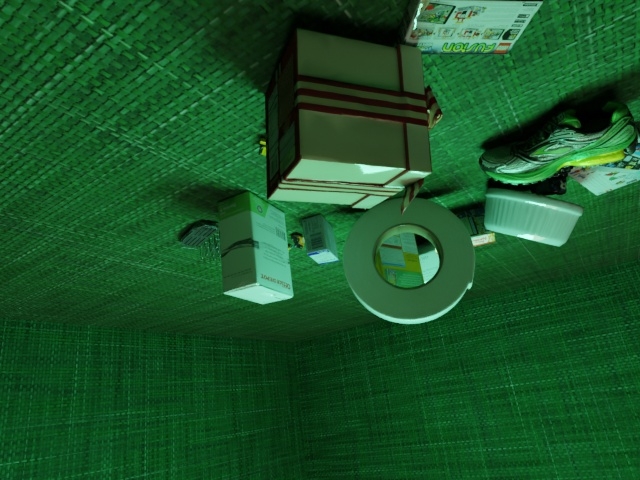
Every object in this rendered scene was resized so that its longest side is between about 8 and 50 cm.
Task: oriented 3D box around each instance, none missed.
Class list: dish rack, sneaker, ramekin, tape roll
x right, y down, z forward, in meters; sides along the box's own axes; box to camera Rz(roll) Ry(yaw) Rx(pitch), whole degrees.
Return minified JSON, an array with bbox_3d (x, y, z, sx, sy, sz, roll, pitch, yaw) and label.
[{"bbox_3d":[-0.312,0.016,1.457,0.271,0.074,0.208,9,152,-37],"label":"dish rack"},{"bbox_3d":[0.671,-0.194,1.204,0.079,0.121,0.217,3,156,-29],"label":"sneaker"},{"bbox_3d":[0.624,-0.069,1.329,0.273,0.127,0.273,13,-173,-2],"label":"ramekin"},{"bbox_3d":[0.559,-0.245,1.072,0.343,0.134,0.146,-15,133,27],"label":"sneaker"},{"bbox_3d":[0.264,0.056,1.334,0.392,0.392,0.072,-11,158,7],"label":"tape roll"}]

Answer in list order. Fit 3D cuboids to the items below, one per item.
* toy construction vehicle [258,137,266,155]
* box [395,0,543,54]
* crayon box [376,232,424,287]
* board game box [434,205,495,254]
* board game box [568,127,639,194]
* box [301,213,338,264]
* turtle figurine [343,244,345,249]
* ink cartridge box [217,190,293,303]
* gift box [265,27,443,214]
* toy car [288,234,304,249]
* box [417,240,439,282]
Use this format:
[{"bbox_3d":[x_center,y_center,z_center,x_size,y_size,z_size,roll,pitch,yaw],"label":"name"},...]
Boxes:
[{"bbox_3d":[-0.090,-0.224,0.985,0.086,0.035,0.098,9,153,-12],"label":"toy construction vehicle"},{"bbox_3d":[0.241,-0.363,0.732,0.207,0.036,0.114,-4,159,-10],"label":"box"},{"bbox_3d":[0.243,0.084,1.484,0.203,0.323,0.083,9,153,-36],"label":"crayon box"},{"bbox_3d":[0.478,-0.036,1.508,0.193,0.147,0.045,-13,129,15],"label":"board game box"},{"bbox_3d":[0.857,-0.223,1.292,0.305,0.053,0.193,12,152,-42],"label":"board game box"},{"bbox_3d":[0.000,0.000,1.454,0.072,0.126,0.137,-15,158,14],"label":"box"},{"bbox_3d":[0.226,0.080,1.626,0.217,0.269,0.087,-28,141,-14],"label":"turtle figurine"},{"bbox_3d":[-0.183,0.028,1.257,0.114,0.273,0.198,-17,157,22],"label":"ink cartridge box"},{"bbox_3d":[0.047,-0.175,0.793,0.258,0.276,0.255,0,174,-20],"label":"gift box"},{"bbox_3d":[-0.097,0.002,1.577,0.040,0.060,0.122,-46,-159,-31],"label":"toy car"},{"bbox_3d":[0.435,0.076,1.719,0.181,0.119,0.182,-21,-174,26],"label":"box"}]
